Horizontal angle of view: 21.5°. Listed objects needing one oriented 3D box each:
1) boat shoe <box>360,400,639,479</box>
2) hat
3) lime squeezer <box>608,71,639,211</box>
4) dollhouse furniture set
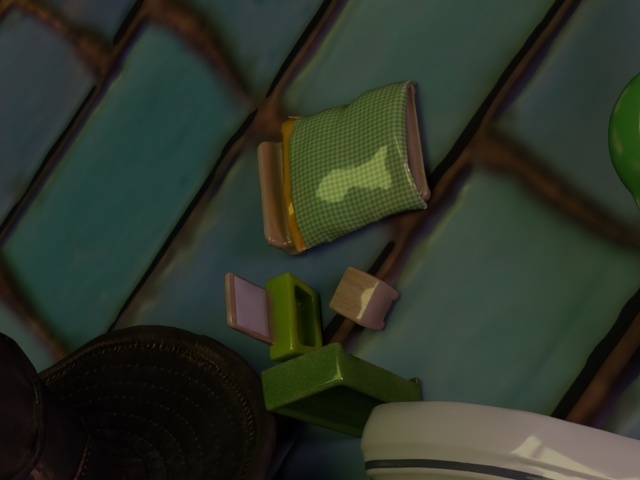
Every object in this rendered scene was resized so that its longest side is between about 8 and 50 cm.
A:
[{"bbox_3d":[0.100,0.104,0.530,0.226,0.083,0.076,7,76,40],"label":"boat shoe"},{"bbox_3d":[-0.185,0.114,0.636,0.331,0.134,0.331,-29,27,16],"label":"hat"},{"bbox_3d":[0.155,-0.018,0.552,0.110,0.059,0.310,-31,55,27],"label":"lime squeezer"},{"bbox_3d":[0.000,0.000,0.673,0.076,0.058,0.151,-22,59,31],"label":"dollhouse furniture set"}]
